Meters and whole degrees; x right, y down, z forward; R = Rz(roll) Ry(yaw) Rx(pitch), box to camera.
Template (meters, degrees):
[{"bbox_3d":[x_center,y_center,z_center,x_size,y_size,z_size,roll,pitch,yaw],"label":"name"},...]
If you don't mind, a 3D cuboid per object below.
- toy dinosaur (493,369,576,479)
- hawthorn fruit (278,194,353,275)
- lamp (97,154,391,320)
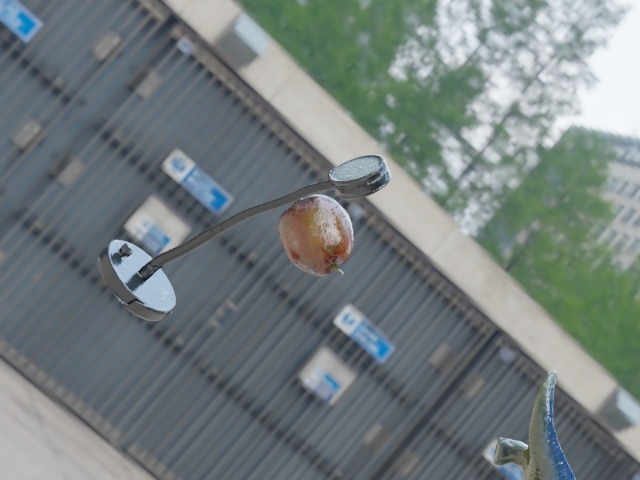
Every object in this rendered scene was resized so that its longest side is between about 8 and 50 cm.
[{"bbox_3d":[0.228,0.242,1.122,0.188,0.247,0.075,13,15,-4],"label":"toy dinosaur"},{"bbox_3d":[-0.003,-0.004,1.228,0.077,0.077,0.077,40,-5,4],"label":"hawthorn fruit"},{"bbox_3d":[-0.078,-0.001,1.531,0.130,0.371,0.108,-81,149,-65],"label":"lamp"}]
